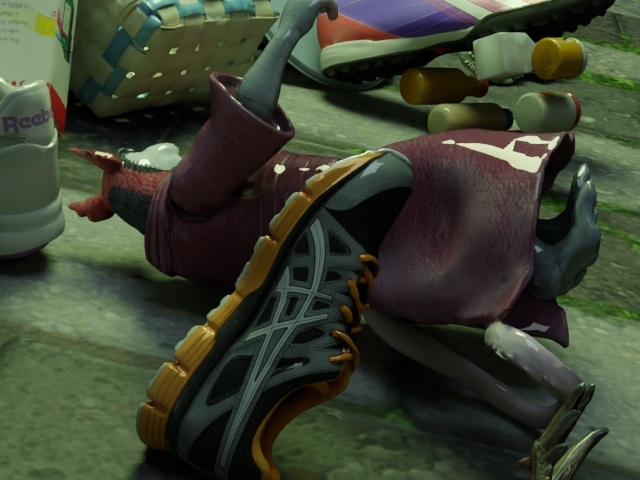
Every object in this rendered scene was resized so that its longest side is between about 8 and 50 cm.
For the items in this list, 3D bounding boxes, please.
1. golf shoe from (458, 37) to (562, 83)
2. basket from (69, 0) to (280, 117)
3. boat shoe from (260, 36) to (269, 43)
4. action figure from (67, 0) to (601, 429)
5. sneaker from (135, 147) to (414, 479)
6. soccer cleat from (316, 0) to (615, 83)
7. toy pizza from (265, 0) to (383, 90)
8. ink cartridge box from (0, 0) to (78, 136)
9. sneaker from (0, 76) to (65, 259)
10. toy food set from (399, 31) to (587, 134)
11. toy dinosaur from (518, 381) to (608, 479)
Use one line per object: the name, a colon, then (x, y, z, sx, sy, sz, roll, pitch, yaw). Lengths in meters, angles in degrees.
golf shoe: (0.221, -0.228, 1.682, 0.176, 0.069, 0.086, -4, 7, -41)
basket: (-0.205, -0.261, 1.297, 0.255, 0.201, 0.289, -15, 65, -49)
boat shoe: (-0.139, -0.337, 1.684, 0.341, 0.127, 0.158, 31, 23, 21)
action figure: (0.000, 0.000, 0.930, 0.370, 0.248, 0.275, 2, 64, 9)
sneaker: (-0.008, 0.044, 0.754, 0.083, 0.215, 0.084, 34, -6, 19)
soccer cleat: (0.142, -0.248, 1.399, 0.318, 0.116, 0.109, -10, -7, 23)
toy pizza: (0.001, -0.253, 1.529, 0.201, 0.032, 0.201, 18, 56, -28)
ink cartridge box: (-0.276, -0.164, 1.112, 0.134, 0.231, 0.078, 4, -12, 1)
sneaker: (-0.305, -0.099, 0.963, 0.305, 0.152, 0.114, 19, 30, 20)
toy food set: (0.194, -0.143, 1.354, 0.105, 0.111, 0.232, -6, -3, -37)
toy dinosaur: (0.204, 0.148, 0.679, 0.296, 0.127, 0.200, 1, 17, -38)
